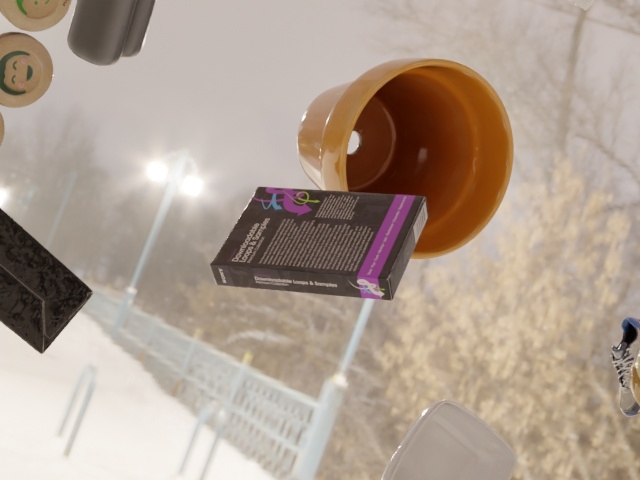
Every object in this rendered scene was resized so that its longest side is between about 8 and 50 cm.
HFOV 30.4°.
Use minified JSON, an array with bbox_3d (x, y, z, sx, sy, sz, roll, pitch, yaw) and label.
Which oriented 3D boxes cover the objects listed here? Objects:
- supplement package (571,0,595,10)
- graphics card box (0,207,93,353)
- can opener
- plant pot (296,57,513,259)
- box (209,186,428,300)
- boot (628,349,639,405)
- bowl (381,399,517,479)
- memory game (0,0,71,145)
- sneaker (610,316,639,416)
[{"bbox_3d":[0.305,-0.448,1.566,0.244,0.139,0.134,30,-34,-7],"label":"supplement package"},{"bbox_3d":[-0.426,-0.027,1.284,0.371,0.094,0.233,22,-21,47],"label":"graphics card box"},{"bbox_3d":[-0.141,-0.270,0.877,0.093,0.280,0.074,22,25,13],"label":"can opener"},{"bbox_3d":[0.071,-0.098,1.272,0.205,0.205,0.188,23,0,-29],"label":"plant pot"},{"bbox_3d":[0.000,0.000,1.016,0.162,0.116,0.029,6,-50,21],"label":"box"},{"bbox_3d":[0.317,0.028,0.615,0.262,0.203,0.095,13,29,3],"label":"boot"},{"bbox_3d":[0.142,0.267,1.369,0.142,0.142,0.053,40,-15,-22],"label":"bowl"},{"bbox_3d":[-0.198,-0.106,0.519,0.186,0.186,0.012,24,8,-39],"label":"memory game"},{"bbox_3d":[0.393,0.159,1.505,0.058,0.135,0.052,29,-32,-24],"label":"sneaker"}]
